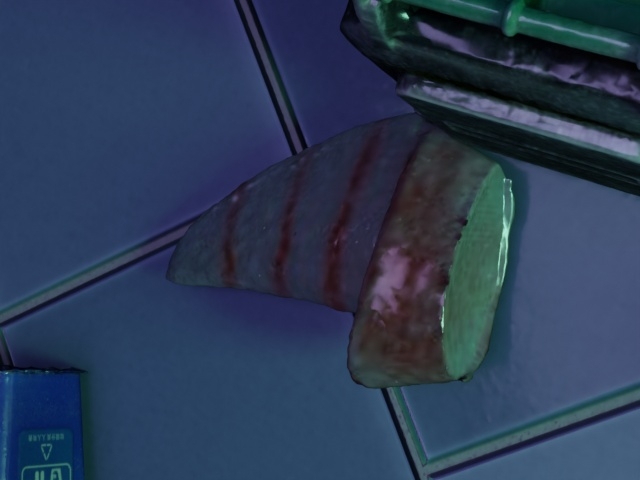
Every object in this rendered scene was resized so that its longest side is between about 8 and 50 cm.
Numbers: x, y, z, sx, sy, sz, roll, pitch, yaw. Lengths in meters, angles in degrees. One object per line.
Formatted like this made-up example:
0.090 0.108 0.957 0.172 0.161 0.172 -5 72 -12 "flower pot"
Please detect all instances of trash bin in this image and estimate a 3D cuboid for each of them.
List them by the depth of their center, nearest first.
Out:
0.188 -0.236 0.691 0.259 0.295 0.381 18 90 22 "trash bin"
-0.283 0.219 0.947 0.184 0.162 0.234 -1 83 23 "trash bin"

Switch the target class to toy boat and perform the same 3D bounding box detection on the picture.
0.000 0.000 0.879 0.282 0.096 0.206 6 85 35 "toy boat"
